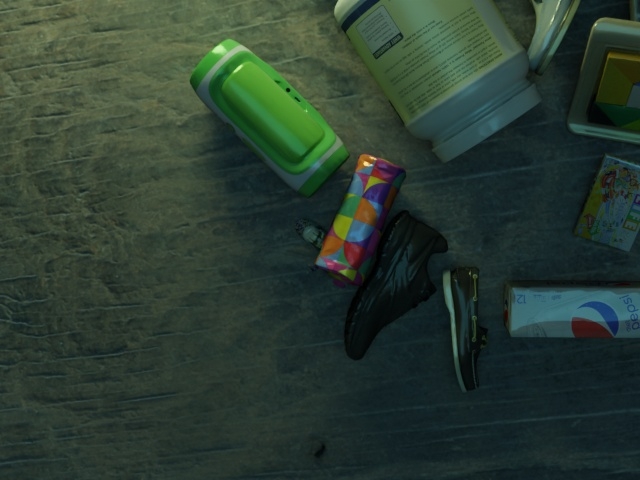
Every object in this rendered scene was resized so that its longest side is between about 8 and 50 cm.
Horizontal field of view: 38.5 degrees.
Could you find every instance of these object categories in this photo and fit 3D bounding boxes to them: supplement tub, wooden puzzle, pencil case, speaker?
[{"bbox_3d":[0.200,-0.318,1.537,0.235,0.235,0.325,-33,92,6],"label":"supplement tub"},{"bbox_3d":[0.543,-0.251,1.534,0.220,0.044,0.239,11,141,10],"label":"wooden puzzle"},{"bbox_3d":[0.069,-0.033,1.623,0.104,0.104,0.236,24,85,2],"label":"pencil case"},{"bbox_3d":[-0.089,-0.216,1.623,0.296,0.131,0.131,44,97,0],"label":"speaker"}]

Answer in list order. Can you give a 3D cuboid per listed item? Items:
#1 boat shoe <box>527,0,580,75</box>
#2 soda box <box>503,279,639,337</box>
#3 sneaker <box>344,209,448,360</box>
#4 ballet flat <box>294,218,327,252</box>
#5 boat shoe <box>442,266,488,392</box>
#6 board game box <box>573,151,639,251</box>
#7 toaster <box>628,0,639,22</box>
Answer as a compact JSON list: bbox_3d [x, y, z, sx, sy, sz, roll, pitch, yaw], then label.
[{"bbox_3d":[0.400,-0.435,1.579,0.103,0.113,0.302,22,86,3],"label":"boat shoe"},{"bbox_3d":[0.474,0.121,1.625,0.286,0.098,0.091,0,95,4],"label":"soda box"},{"bbox_3d":[0.134,0.095,1.648,0.130,0.109,0.286,25,98,-5],"label":"sneaker"},{"bbox_3d":[0.000,0.000,1.678,0.114,0.041,0.041,39,97,0],"label":"ballet flat"},{"bbox_3d":[0.267,0.161,1.651,0.068,0.081,0.228,-8,92,9],"label":"boat shoe"},{"bbox_3d":[0.524,-0.067,1.618,0.103,0.026,0.154,17,112,3],"label":"board game box"},{"bbox_3d":[0.603,-0.381,1.532,0.168,0.110,0.186,-4,107,17],"label":"toaster"}]
